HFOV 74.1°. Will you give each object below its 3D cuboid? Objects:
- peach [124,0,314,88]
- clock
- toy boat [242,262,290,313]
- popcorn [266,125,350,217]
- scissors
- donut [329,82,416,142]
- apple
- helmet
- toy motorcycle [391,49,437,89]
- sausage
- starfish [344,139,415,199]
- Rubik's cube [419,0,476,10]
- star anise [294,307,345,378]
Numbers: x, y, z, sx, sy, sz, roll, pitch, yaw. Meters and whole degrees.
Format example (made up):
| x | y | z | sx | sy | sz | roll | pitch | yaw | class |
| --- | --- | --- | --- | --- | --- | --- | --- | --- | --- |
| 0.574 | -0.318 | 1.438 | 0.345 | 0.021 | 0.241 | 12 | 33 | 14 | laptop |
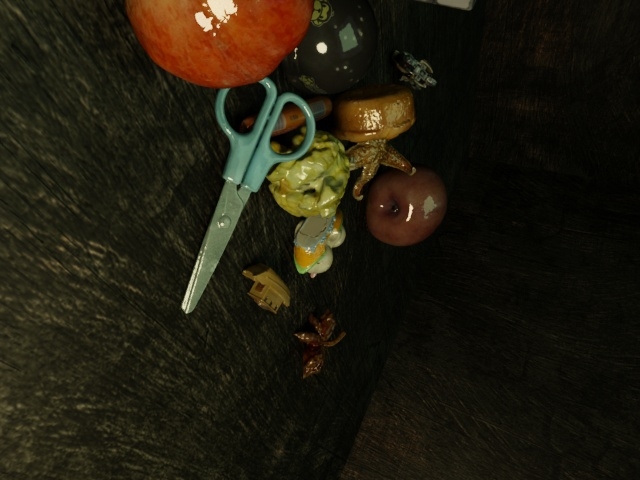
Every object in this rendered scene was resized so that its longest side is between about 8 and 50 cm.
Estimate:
| x | y | z | sx | sy | sz | roll | pitch | yaw | class |
| --- | --- | --- | --- | --- | --- | --- | --- | --- | --- |
| -0.119 | -0.309 | 0.552 | 0.256 | 0.232 | 0.233 | 34 | 74 | -67 | peach |
| 0.000 | 0.000 | 1.143 | 0.231 | 0.103 | 0.144 | -58 | 153 | -28 | clock |
| -0.127 | 0.116 | 0.996 | 0.077 | 0.057 | 0.201 | -59 | 152 | -18 | toy boat |
| -0.030 | -0.144 | 0.900 | 0.167 | 0.185 | 0.188 | -79 | 165 | -66 | popcorn |
| -0.160 | -0.072 | 0.769 | 0.192 | 0.029 | 0.448 | 22 | 93 | -30 | scissors |
| 0.133 | -0.328 | 1.091 | 0.226 | 0.226 | 0.114 | -45 | 135 | -47 | donut |
| 0.294 | -0.129 | 1.499 | 0.234 | 0.305 | 0.306 | -9 | 113 | -52 | apple |
| 0.029 | -0.422 | 0.875 | 0.278 | 0.160 | 0.231 | 2 | 104 | -67 | helmet |
| 0.310 | -0.589 | 1.462 | 0.229 | 0.129 | 0.094 | 7 | 120 | -52 | toy motorcycle |
| -0.060 | -0.264 | 0.905 | 0.347 | 0.053 | 0.054 | -40 | 140 | -52 | sausage |
| 0.175 | -0.268 | 1.306 | 0.303 | 0.113 | 0.312 | 13 | 102 | -41 | starfish |
| 0.251 | -0.750 | 0.920 | 0.301 | 0.303 | 0.306 | 51 | 55 | -77 | Rubik's cube |
| -0.013 | 0.326 | 1.328 | 0.196 | 0.111 | 0.213 | 4 | 107 | -59 | star anise |
